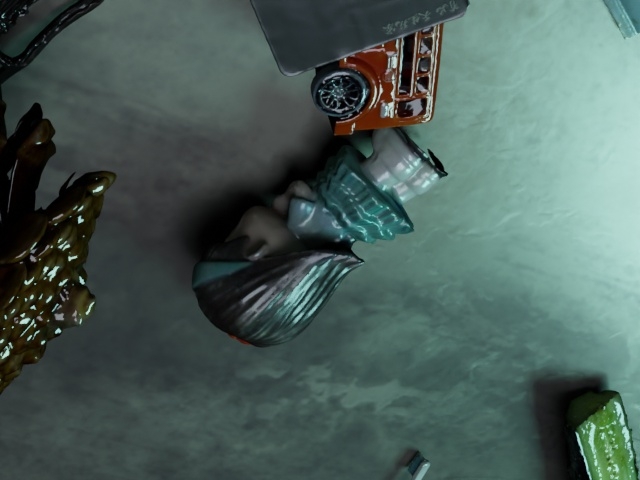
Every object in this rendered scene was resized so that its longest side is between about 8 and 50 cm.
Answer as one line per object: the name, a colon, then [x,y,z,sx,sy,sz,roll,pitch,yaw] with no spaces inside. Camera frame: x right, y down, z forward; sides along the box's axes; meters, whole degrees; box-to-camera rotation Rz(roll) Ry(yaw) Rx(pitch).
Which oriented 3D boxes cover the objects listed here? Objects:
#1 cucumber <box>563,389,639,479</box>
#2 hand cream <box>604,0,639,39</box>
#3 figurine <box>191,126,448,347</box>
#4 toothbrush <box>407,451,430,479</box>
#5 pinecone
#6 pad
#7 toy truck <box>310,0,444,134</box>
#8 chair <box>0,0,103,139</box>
cucumber: [0.278,0.238,2.013,0.078,0.062,0.211,-39,129,-28]
hand cream: [0.371,-0.273,1.644,0.312,0.070,0.111,-24,131,15]
figurine: [0.000,0.000,1.725,0.245,0.110,0.138,-39,144,8]
toothbrush: [0.056,0.291,2.016,0.017,0.022,0.204,7,127,-39]
pinecone: [-0.282,-0.002,1.435,0.264,0.264,0.264,-7,128,-9]
pad: [0.027,-0.191,1.508,0.157,0.003,0.112,-19,128,6]
toy truck: [0.044,-0.213,1.564,0.114,0.107,0.252,-2,128,-9]
chair: [-0.270,-0.136,1.547,0.229,0.113,0.106,-36,129,18]
